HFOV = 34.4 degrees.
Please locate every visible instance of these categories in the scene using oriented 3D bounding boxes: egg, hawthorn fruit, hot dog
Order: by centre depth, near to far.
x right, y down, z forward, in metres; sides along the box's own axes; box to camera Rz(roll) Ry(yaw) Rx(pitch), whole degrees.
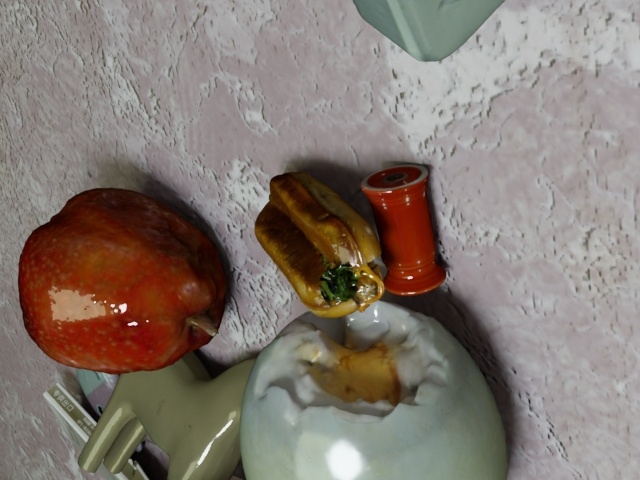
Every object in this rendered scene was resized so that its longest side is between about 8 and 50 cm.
[{"bbox_3d":[0.039,0.156,0.722,0.183,0.183,0.217,25,136,38],"label":"egg"},{"bbox_3d":[0.000,0.000,0.722,0.072,0.055,0.188,-66,25,12],"label":"hot dog"},{"bbox_3d":[-0.172,0.043,0.911,0.179,0.173,0.173,14,135,-4],"label":"hawthorn fruit"}]

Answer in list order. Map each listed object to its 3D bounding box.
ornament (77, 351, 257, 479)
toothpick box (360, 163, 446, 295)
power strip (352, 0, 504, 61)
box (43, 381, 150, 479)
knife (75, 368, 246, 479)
[{"bbox_3d":[-0.117,0.175,0.971,0.230,0.061,0.245,41,107,44],"label":"ornament"},{"bbox_3d":[0.057,-0.006,0.701,0.047,0.047,0.083,12,123,45],"label":"toothpick box"},{"bbox_3d":[0.068,-0.210,0.436,0.059,0.193,0.265,40,176,27],"label":"power strip"},{"bbox_3d":[-0.253,0.261,1.236,0.198,0.029,0.109,38,155,28],"label":"box"},{"bbox_3d":[-0.150,0.199,1.090,0.398,0.038,0.132,5,121,47],"label":"knife"}]
